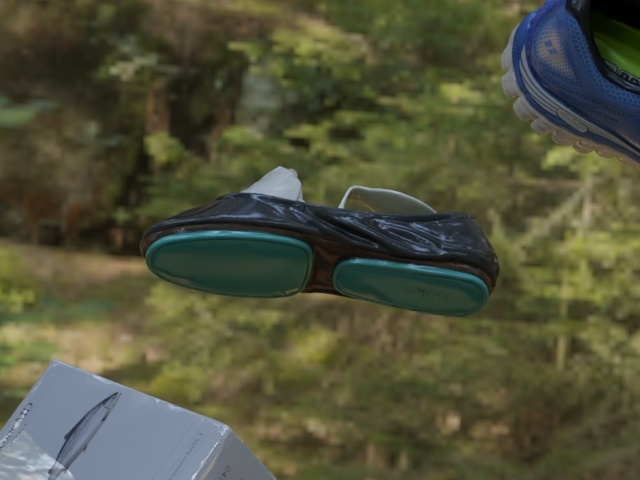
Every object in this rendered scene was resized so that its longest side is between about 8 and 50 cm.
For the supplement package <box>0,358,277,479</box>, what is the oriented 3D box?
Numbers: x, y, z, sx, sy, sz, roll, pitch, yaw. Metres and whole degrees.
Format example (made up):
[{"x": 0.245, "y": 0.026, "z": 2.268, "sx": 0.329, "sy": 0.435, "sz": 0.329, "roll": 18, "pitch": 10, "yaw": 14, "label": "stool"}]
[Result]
[{"x": -0.123, "y": 0.166, "z": 1.176, "sx": 0.179, "sy": 0.105, "sz": 0.105, "roll": 15, "pitch": -28, "yaw": 42, "label": "supplement package"}]

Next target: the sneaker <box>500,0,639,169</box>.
[{"x": 0.296, "y": -0.088, "z": 1.298, "sx": 0.330, "sy": 0.130, "sz": 0.147, "roll": 25, "pitch": -25, "yaw": -3, "label": "sneaker"}]

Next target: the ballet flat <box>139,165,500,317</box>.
[{"x": 0.000, "y": 0.000, "z": 1.398, "sx": 0.280, "sy": 0.096, "sz": 0.095, "roll": 9, "pitch": -39, "yaw": -10, "label": "ballet flat"}]
